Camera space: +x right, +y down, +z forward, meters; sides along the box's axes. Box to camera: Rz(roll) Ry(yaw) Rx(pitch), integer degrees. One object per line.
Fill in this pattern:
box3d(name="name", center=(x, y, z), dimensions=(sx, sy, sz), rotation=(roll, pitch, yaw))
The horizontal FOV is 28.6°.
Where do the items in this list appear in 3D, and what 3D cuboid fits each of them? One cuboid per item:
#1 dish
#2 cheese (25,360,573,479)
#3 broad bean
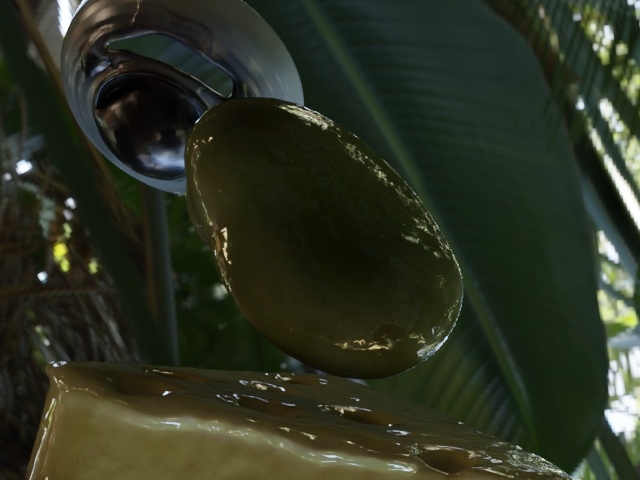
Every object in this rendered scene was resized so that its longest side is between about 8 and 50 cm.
box3d(name="dish", center=(-0.165, -0.132, 1.315), dimensions=(0.273, 0.273, 0.133), rotation=(1, -139, 21))
box3d(name="cheese", center=(-0.040, 0.165, 0.934), dimensions=(0.384, 0.384, 0.104), rotation=(12, -90, 29))
box3d(name="broad bean", center=(0.000, 0.000, 0.995), dimensions=(0.189, 0.121, 0.263), rotation=(-26, -112, -31))
